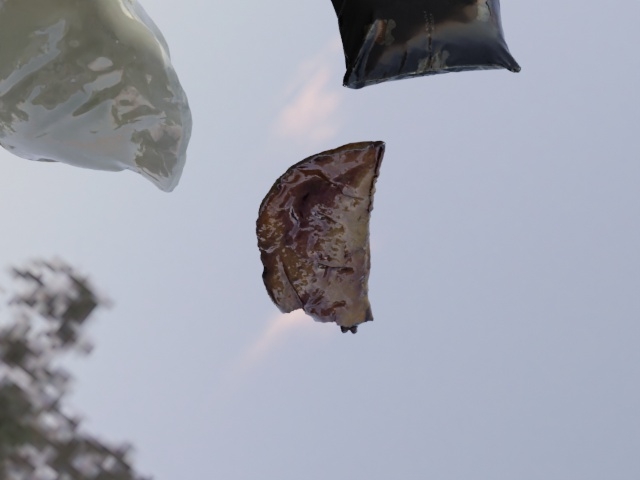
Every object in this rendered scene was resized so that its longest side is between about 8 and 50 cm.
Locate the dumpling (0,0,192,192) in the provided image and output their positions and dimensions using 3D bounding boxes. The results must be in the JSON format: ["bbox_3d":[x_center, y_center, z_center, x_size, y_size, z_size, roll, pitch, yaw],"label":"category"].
[{"bbox_3d":[-0.236,-0.163,1.936,0.243,0.318,0.187,30,-120,34],"label":"dumpling"}]

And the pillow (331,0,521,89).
[{"bbox_3d":[0.078,-0.166,1.535,0.150,0.090,0.048,-9,-175,-15],"label":"pillow"}]

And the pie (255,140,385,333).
[{"bbox_3d":[0.000,0.000,1.380,0.034,0.092,0.170,-86,175,-53],"label":"pie"}]
